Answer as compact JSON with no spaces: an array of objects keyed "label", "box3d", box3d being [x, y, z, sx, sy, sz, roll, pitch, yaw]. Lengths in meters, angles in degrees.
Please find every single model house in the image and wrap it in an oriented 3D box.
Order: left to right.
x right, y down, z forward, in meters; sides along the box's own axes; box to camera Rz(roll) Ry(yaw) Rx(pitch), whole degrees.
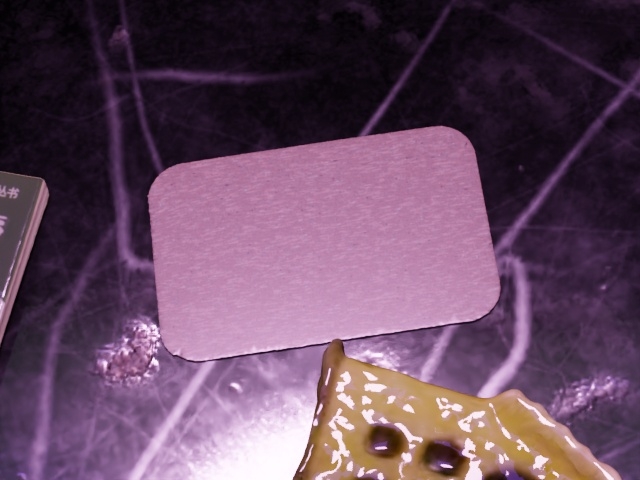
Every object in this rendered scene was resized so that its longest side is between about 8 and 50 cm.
[{"label":"model house","box3d":[0.101,0.188,1.160,0.234,0.193,0.175,7,62,8]}]

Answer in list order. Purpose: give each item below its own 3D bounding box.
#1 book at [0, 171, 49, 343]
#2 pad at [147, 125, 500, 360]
[{"label":"book","box3d":[-0.343,0.055,1.348,0.202,0.027,0.264,10,65,10]},{"label":"pad","box3d":[0.000,0.000,1.364,0.266,0.002,0.176,-8,63,0]}]
